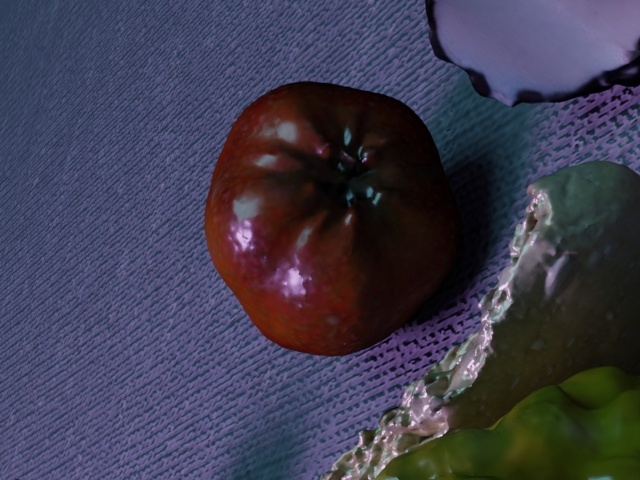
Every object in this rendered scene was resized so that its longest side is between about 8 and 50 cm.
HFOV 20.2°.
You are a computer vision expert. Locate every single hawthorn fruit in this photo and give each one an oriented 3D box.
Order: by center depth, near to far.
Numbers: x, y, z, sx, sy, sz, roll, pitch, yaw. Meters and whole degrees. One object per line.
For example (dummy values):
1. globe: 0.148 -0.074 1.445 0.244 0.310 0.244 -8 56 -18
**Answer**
1. hawthorn fruit: 0.000 0.000 1.083 0.203 0.162 0.163 108 174 -68

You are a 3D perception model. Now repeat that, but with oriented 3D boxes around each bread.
1. bread: 0.097 0.081 0.738 0.251 0.182 0.039 -57 40 23

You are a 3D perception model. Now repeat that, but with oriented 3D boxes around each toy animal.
1. toy animal: 0.138 -0.172 0.935 0.166 0.138 0.179 -7 54 43

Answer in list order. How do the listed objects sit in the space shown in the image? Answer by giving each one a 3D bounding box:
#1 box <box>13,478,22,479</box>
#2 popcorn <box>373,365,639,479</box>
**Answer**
1. box: -0.138 0.205 1.150 0.112 0.175 0.048 -35 42 52
2. popcorn: 0.088 0.183 0.612 0.242 0.235 0.250 -43 42 14
